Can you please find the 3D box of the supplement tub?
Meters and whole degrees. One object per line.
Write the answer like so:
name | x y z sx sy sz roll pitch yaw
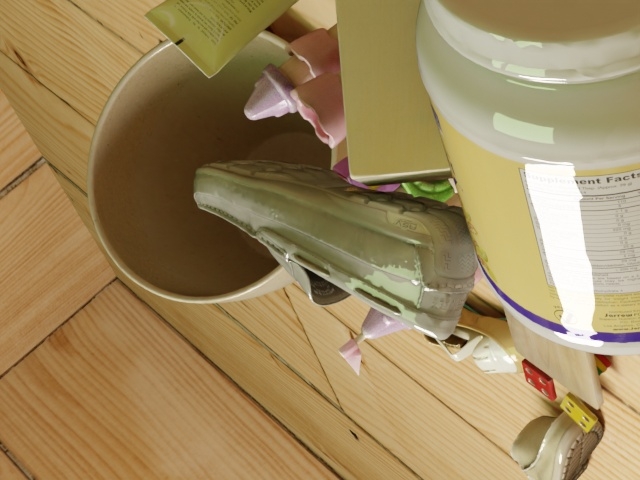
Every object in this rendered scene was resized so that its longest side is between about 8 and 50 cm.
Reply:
supplement tub | 0.199 -0.098 1.077 0.241 0.241 0.331 37 161 36

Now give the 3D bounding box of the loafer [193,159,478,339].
loafer | 0.000 0.000 1.323 0.319 0.112 0.111 20 107 47

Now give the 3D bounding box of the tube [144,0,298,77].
tube | -0.039 -0.243 1.384 0.062 0.240 0.070 58 162 -24

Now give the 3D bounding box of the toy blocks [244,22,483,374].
toy blocks | 0.072 -0.047 1.453 0.288 0.260 0.309 56 171 -26

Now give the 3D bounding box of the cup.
cup | -0.084 -0.073 1.890 0.331 0.331 0.237 41 -172 25

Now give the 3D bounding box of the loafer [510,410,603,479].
loafer | 0.296 0.272 2.001 0.092 0.102 0.268 38 163 16

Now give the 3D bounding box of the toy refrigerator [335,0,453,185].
toy refrigerator | 0.056 -0.183 1.233 0.102 0.094 0.270 6 -101 -80

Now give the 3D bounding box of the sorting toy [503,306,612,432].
sorting toy | 0.276 0.114 1.765 0.132 0.046 0.274 36 159 38

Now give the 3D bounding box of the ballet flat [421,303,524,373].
ballet flat | 0.208 0.134 1.957 0.080 0.073 0.232 55 164 -25
